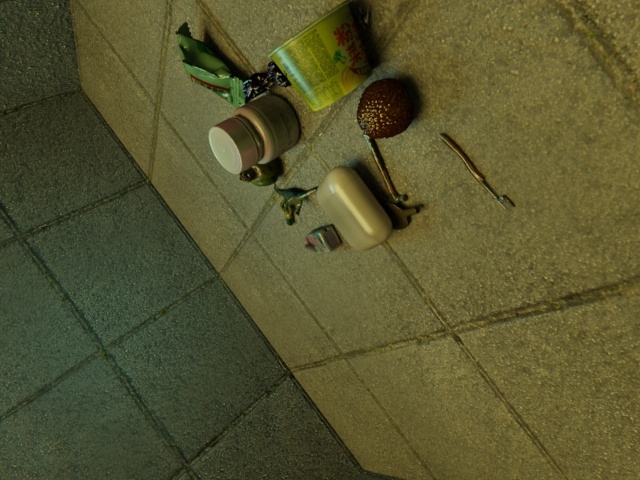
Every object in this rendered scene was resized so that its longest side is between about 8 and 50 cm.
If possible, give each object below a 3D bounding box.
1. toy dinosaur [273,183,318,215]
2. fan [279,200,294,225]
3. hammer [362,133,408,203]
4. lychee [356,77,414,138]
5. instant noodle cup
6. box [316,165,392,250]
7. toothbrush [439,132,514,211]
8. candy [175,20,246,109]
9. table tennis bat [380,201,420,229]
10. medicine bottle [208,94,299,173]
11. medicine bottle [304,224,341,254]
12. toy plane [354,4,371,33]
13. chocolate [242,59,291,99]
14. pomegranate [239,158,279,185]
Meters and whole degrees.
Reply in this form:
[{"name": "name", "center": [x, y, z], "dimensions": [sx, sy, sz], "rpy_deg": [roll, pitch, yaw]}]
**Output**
[{"name": "toy dinosaur", "center": [-0.140, -0.205, 2.000], "dimensions": [0.076, 0.147, 0.363], "rpy_deg": [26, 173, -40]}, {"name": "fan", "center": [-0.167, -0.145, 2.144], "dimensions": [0.082, 0.039, 0.155], "rpy_deg": [27, 139, 34]}, {"name": "hammer", "center": [0.228, -0.267, 1.531], "dimensions": [0.111, 0.033, 0.288], "rpy_deg": [-4, 116, 53]}, {"name": "lychee", "center": [0.204, -0.410, 1.300], "dimensions": [0.194, 0.194, 0.194], "rpy_deg": [33, 142, 30]}, {"name": "instant noodle cup", "center": [0.015, -0.574, 1.311], "dimensions": [0.311, 0.311, 0.221], "rpy_deg": [0, 130, 52]}, {"name": "box", "center": [0.131, -0.122, 1.658], "dimensions": [0.349, 0.141, 0.289], "rpy_deg": [53, 163, 1]}, {"name": "toothbrush", "center": [0.476, -0.212, 1.270], "dimensions": [0.321, 0.023, 0.031], "rpy_deg": [48, 140, 8]}, {"name": "candy", "center": [-0.489, -0.764, 1.896], "dimensions": [0.398, 0.172, 0.263], "rpy_deg": [39, 169, 0]}, {"name": "table tennis bat", "center": [0.299, -0.098, 1.575], "dimensions": [0.131, 0.022, 0.234], "rpy_deg": [51, 158, -13]}, {"name": "medicine bottle", "center": [-0.279, -0.444, 1.741], "dimensions": [0.256, 0.325, 0.256], "rpy_deg": [31, 144, 27]}, {"name": "medicine bottle", "center": [0.000, 0.000, 2.011], "dimensions": [0.188, 0.094, 0.119], "rpy_deg": [-13, 111, 55]}, {"name": "toy plane", "center": [0.132, -0.681, 1.276], "dimensions": [0.078, 0.031, 0.083], "rpy_deg": [-1, 116, 63]}, {"name": "chocolate", "center": [-0.209, -0.657, 1.670], "dimensions": [0.343, 0.126, 0.148], "rpy_deg": [4, 84, 53]}, {"name": "pomegranate", "center": [-0.307, -0.347, 1.992], "dimensions": [0.179, 0.210, 0.179], "rpy_deg": [21, 115, 57]}]
